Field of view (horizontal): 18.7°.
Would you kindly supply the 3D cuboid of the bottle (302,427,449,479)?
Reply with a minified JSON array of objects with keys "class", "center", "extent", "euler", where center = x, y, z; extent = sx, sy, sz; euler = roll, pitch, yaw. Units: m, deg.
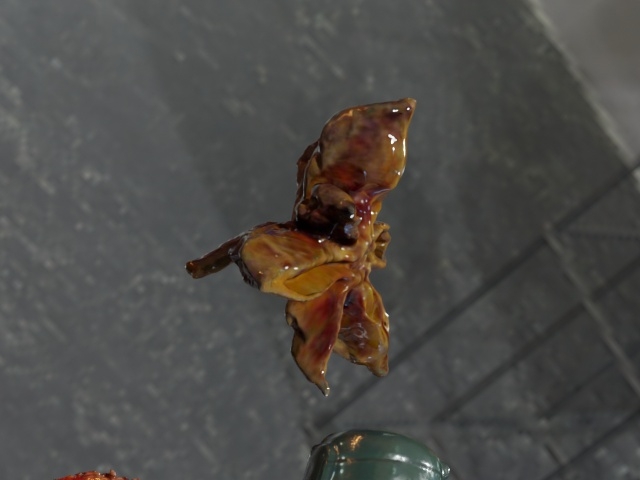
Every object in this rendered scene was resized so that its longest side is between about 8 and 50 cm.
[{"class":"bottle","center":[0.026,0.312,1.488],"extent":[0.144,0.144,0.336],"euler":[24,64,-35]}]

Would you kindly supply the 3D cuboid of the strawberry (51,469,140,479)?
[{"class":"strawberry","center":[-0.136,0.248,1.395],"extent":[0.208,0.167,0.087],"euler":[-106,171,-57]}]

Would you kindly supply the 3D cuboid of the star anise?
[{"class":"star anise","center":[0.005,-0.004,1.288],"extent":[0.111,0.196,0.212],"euler":[22,-8,29]}]
